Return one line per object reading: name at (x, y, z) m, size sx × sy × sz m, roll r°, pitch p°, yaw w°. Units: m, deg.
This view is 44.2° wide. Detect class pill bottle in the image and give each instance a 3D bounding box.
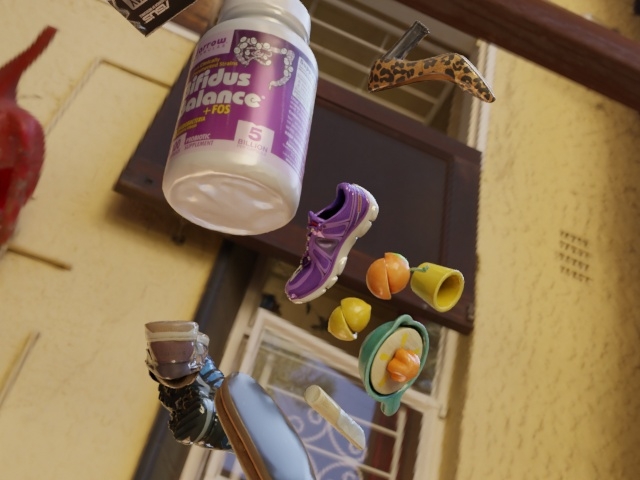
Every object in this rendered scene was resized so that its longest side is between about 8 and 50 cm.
pill bottle at (-0.093, -0.174, 1.012) m, size 0.169 × 0.169 × 0.302 m, roll 127°, pitch -26°, yaw -59°

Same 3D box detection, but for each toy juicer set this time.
toy juicer set at (0.087, 0.172, 1.173) m, size 0.089 × 0.209 × 0.329 m, roll 28°, pitch -86°, yaw 43°

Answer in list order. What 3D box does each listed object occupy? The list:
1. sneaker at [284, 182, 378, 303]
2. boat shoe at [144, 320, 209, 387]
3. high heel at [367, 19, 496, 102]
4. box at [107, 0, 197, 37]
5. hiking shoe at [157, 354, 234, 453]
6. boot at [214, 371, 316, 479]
sneaker at (0.000, 0.000, 1.001) m, size 0.170 × 0.071 × 0.068 m, roll -58°, pitch -150°, yaw -1°
boat shoe at (-0.225, 0.181, 1.217) m, size 0.285 × 0.102 × 0.093 m, roll 122°, pitch -29°, yaw -75°
high heel at (0.235, -0.330, 1.705) m, size 0.186 × 0.261 × 0.093 m, roll -47°, pitch 161°, yaw 6°
box at (-0.128, -0.397, 0.849) m, size 0.242 × 0.076 × 0.308 m, roll -29°, pitch -130°, yaw 18°
hiking shoe at (-0.200, 0.276, 1.372) m, size 0.113 × 0.132 × 0.304 m, roll -54°, pitch -156°, yaw 10°
boot at (-0.059, 0.298, 0.895) m, size 0.115 × 0.305 × 0.112 m, roll -25°, pitch -175°, yaw 21°
